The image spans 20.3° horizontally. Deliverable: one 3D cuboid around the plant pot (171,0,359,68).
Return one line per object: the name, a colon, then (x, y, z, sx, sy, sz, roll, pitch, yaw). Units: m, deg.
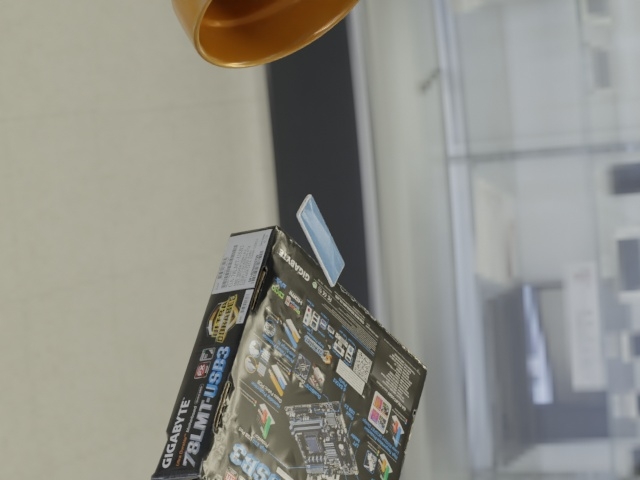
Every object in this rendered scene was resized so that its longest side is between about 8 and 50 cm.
plant pot: (-0.074, -0.303, 1.729, 0.188, 0.205, 0.205, 58, 15, 22)

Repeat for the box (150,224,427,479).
box: (-0.022, 0.185, 1.822, 0.295, 0.073, 0.293, 44, 50, -38)

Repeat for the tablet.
tablet: (0.000, 0.000, 1.760, 0.083, 0.006, 0.054, 65, 23, -18)
